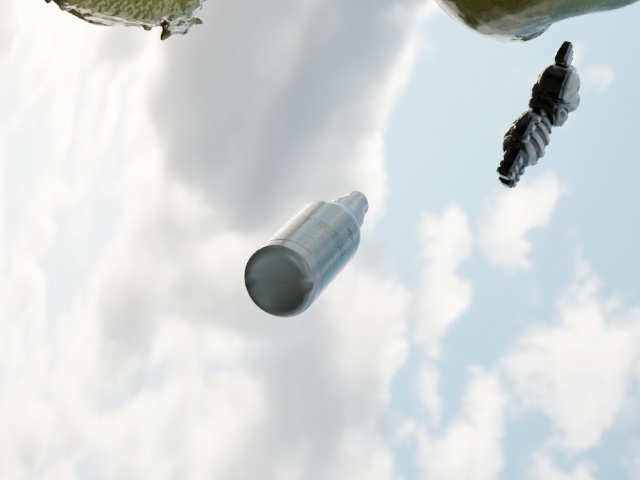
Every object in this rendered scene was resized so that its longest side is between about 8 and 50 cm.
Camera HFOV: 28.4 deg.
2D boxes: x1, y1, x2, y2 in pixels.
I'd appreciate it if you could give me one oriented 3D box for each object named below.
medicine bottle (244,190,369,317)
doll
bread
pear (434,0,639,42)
[{"bbox_3d":[0.000,0.000,1.896,0.110,0.110,0.352,-64,171,28],"label":"medicine bottle"},{"bbox_3d":[0.302,-0.171,1.713,0.219,0.067,0.091,-61,156,-13],"label":"doll"},{"bbox_3d":[-0.187,-0.303,1.479,0.133,0.252,0.174,60,-12,-9],"label":"bread"},{"bbox_3d":[0.238,-0.371,1.352,0.304,0.304,0.303,-45,-142,51],"label":"pear"}]
